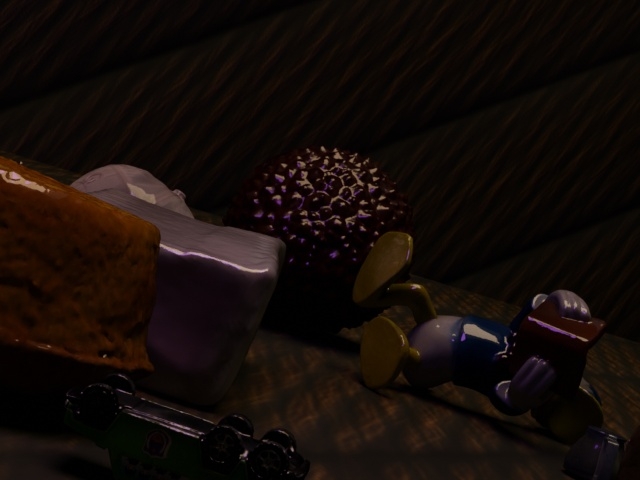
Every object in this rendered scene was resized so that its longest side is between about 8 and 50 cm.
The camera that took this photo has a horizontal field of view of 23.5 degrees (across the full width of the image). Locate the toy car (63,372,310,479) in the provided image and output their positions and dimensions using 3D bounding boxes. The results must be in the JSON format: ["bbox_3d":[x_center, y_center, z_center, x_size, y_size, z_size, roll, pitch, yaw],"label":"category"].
[{"bbox_3d":[-0.090,0.138,1.002,0.165,0.062,0.071,19,3,3],"label":"toy car"}]

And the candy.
[{"bbox_3d":[-0.150,0.045,1.483,0.208,0.145,0.358,17,3,-2],"label":"candy"}]

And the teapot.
[{"bbox_3d":[0.294,0.227,1.612,0.066,0.057,0.088,17,3,0],"label":"teapot"}]

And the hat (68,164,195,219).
[{"bbox_3d":[-0.267,-0.015,1.755,0.275,0.161,0.232,13,1,-24],"label":"hat"}]

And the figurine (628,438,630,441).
[{"bbox_3d":[0.342,0.245,1.714,0.109,0.047,0.064,13,-23,32],"label":"figurine"}]

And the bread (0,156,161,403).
[{"bbox_3d":[-0.262,0.014,1.149,0.312,0.172,0.312,19,1,0],"label":"bread"}]

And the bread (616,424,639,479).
[{"bbox_3d":[0.456,0.273,1.304,0.417,0.113,0.165,21,5,23],"label":"bread"}]

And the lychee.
[{"bbox_3d":[0.000,0.000,2.075,0.264,0.264,0.300,19,23,17],"label":"lychee"}]

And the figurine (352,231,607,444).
[{"bbox_3d":[0.239,0.132,1.829,0.338,0.204,0.283,31,-30,-35],"label":"figurine"}]
